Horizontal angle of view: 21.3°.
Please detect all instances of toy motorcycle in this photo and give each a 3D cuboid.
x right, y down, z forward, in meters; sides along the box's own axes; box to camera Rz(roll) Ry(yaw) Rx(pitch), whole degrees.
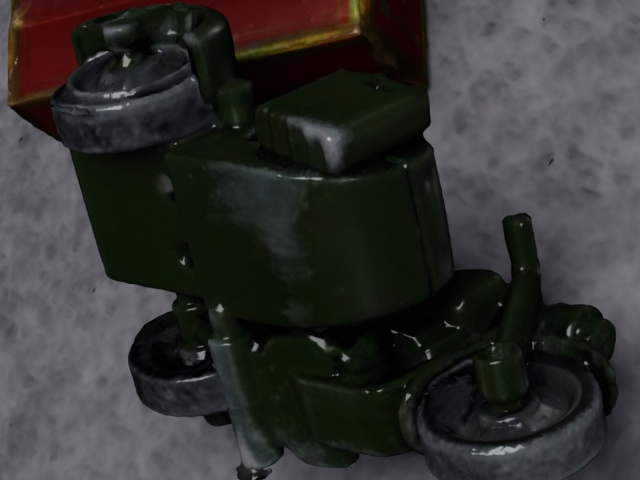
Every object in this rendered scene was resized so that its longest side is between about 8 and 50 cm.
[{"bbox_3d":[0.000,0.000,0.719,0.275,0.127,0.205,8,120,39],"label":"toy motorcycle"}]

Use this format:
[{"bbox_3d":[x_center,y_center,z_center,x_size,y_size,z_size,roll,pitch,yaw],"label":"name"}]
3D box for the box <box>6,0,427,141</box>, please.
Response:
[{"bbox_3d":[-0.056,-0.215,0.875,0.197,0.089,0.313,-9,71,22],"label":"box"}]
